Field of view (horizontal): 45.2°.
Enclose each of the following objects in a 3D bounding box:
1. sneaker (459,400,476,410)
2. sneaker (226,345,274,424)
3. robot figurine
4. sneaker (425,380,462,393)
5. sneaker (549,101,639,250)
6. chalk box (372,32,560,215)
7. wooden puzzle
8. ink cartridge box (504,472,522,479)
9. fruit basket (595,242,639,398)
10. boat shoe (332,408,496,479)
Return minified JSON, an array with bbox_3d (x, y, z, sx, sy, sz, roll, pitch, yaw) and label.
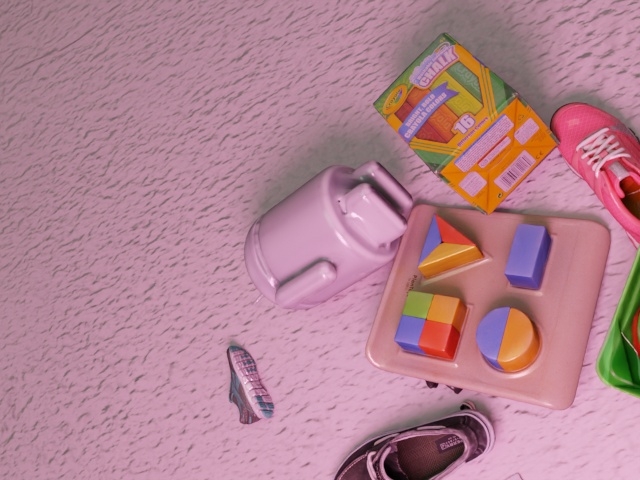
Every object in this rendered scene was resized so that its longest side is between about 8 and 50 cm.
[{"bbox_3d":[0.254,0.313,1.298,0.032,0.037,0.083,-27,69,20],"label":"sneaker"},{"bbox_3d":[-0.158,0.289,1.519,0.076,0.065,0.166,-37,63,22],"label":"sneaker"},{"bbox_3d":[0.000,0.000,1.391,0.353,0.300,0.200,-33,109,35],"label":"robot figurine"},{"bbox_3d":[0.249,0.224,1.308,0.170,0.063,0.074,-5,84,26],"label":"sneaker"},{"bbox_3d":[0.474,-0.114,1.213,0.116,0.136,0.313,-38,64,16],"label":"sneaker"},{"bbox_3d":[0.231,-0.218,1.326,0.180,0.179,0.289,-47,46,12],"label":"chalk box"},{"bbox_3d":[0.268,0.085,1.271,0.348,0.080,0.322,9,68,29],"label":"wooden puzzle"},{"bbox_3d":[0.304,0.525,1.229,0.189,0.066,0.232,-37,43,17],"label":"ink cartridge box"},{"bbox_3d":[0.553,0.152,0.981,0.392,0.392,0.282,20,90,31],"label":"fruit basket"},{"bbox_3d":[0.130,0.370,1.291,0.335,0.119,0.121,-37,67,28],"label":"boat shoe"}]
